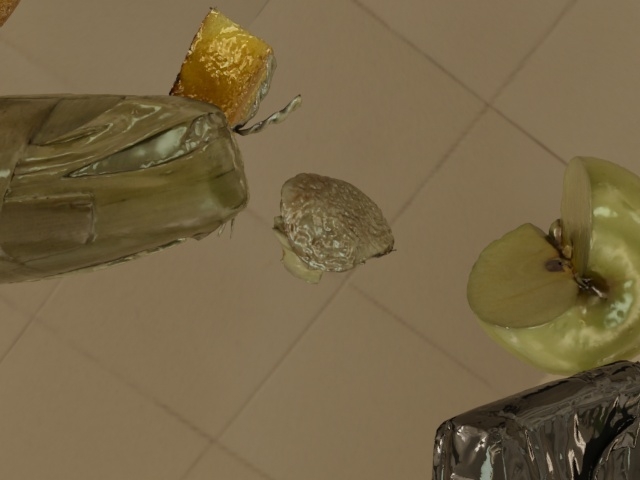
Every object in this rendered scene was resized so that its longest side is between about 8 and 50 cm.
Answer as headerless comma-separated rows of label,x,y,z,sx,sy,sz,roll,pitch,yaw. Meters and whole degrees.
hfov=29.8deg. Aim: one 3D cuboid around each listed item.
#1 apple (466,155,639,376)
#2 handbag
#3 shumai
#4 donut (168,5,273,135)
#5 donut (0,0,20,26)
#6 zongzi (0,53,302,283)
apple,0.366,0.046,1.648,0.233,0.258,0.295,35,104,-8
handbag,0.184,0.244,0.967,0.244,0.088,0.275,-10,100,-40
shumai,0.002,-0.001,1.338,0.146,0.145,0.116,34,122,-8
donut,-0.136,-0.194,1.558,0.101,0.259,0.152,31,88,-2
donut,-0.468,-0.355,1.537,0.227,0.114,0.226,-12,69,32
zongzi,-0.275,-0.037,1.262,0.500,0.467,0.218,-5,106,7
